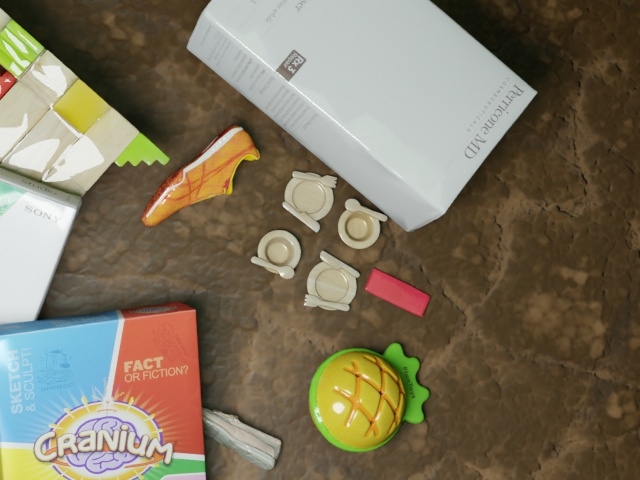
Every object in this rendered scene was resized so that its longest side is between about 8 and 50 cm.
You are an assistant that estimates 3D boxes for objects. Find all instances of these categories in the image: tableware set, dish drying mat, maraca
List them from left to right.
[{"bbox_3d":[0.000,0.000,1.795,0.141,0.020,0.168,26,78,-7],"label":"tableware set"},{"bbox_3d":[0.061,0.192,1.744,0.186,0.099,0.127,-14,87,-39],"label":"maraca"},{"bbox_3d":[0.099,0.067,1.812,0.083,0.008,0.032,26,77,-6],"label":"dish drying mat"}]

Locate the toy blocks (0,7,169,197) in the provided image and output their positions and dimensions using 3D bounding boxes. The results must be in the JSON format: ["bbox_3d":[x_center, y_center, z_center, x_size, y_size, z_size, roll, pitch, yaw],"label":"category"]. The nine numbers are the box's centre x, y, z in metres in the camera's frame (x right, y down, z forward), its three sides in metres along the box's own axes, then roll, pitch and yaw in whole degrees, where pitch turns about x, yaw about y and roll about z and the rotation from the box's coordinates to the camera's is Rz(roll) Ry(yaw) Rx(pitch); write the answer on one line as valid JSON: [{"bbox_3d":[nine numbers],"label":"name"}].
[{"bbox_3d":[-0.409,-0.130,1.664,0.381,0.191,0.261,42,89,-12],"label":"toy blocks"}]

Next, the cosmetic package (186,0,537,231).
[{"bbox_3d":[0.049,-0.214,1.768,0.385,0.156,0.217,37,75,-3],"label":"cosmetic package"}]

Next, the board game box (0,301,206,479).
[{"bbox_3d":[-0.255,0.242,1.618,0.242,0.064,0.316,-7,99,-25],"label":"board game box"}]

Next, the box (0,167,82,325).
[{"bbox_3d":[-0.437,0.058,1.613,0.232,0.058,0.322,21,102,-8],"label":"box"}]

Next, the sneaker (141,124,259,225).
[{"bbox_3d":[-0.148,-0.071,1.755,0.175,0.064,0.067,-40,101,-12],"label":"sneaker"}]

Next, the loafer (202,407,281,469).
[{"bbox_3d":[-0.104,0.235,1.732,0.125,0.045,0.039,34,60,-12],"label":"loafer"}]
